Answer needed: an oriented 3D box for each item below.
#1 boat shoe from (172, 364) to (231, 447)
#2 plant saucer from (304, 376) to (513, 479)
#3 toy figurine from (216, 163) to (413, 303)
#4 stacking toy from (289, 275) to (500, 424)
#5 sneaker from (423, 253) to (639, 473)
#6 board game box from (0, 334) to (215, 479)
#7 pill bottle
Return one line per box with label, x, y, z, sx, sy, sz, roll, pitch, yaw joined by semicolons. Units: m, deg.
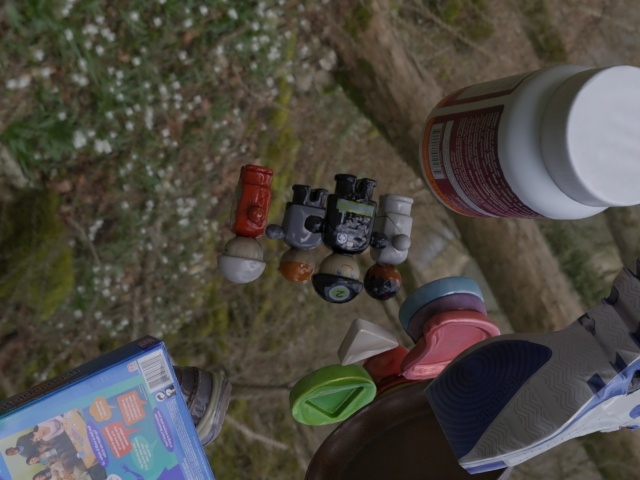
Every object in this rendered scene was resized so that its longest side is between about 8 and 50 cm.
boat shoe;-0.277;0.238;1.321;0.355;0.132;0.130;-29;128;34
plant saucer;0.127;0.292;1.264;0.311;0.050;0.310;-22;-160;8
toy figurine;0.000;0.000;1.187;0.213;0.148;0.209;8;176;26
stacking toy;0.094;0.159;1.448;0.280;0.130;0.309;7;136;-30
sneaker;0.274;0.140;0.897;0.316;0.127;0.182;-32;132;13
board game box;-0.208;0.196;0.819;0.210;0.160;0.047;-23;-167;-25
pill bottle;0.178;-0.077;0.779;0.121;0.121;0.221;-21;-171;-18
